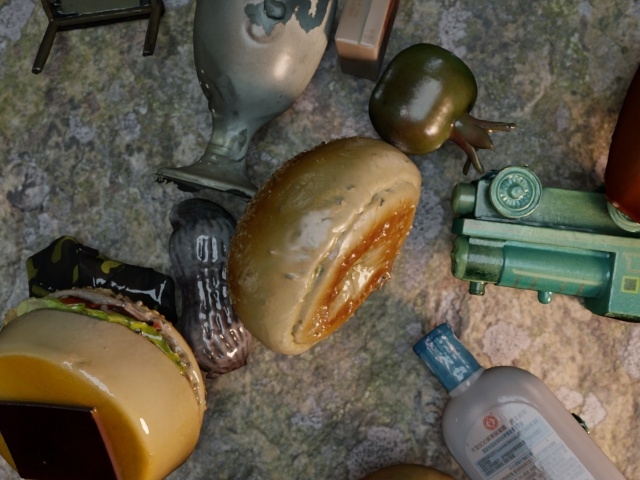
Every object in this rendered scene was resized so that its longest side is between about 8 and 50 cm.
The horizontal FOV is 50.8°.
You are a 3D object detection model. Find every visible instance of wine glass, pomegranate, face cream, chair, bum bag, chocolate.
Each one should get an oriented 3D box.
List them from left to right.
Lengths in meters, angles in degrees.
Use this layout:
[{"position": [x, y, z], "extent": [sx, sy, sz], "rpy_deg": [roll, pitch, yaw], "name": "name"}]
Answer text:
[{"position": [-0.319, -0.372, 0.933], "extent": [0.188, 0.166, 0.272], "rpy_deg": [-8, 45, 1], "name": "chair"}, {"position": [-0.308, 0.067, 0.952], "extent": [0.233, 0.060, 0.106], "rpy_deg": [22, 89, 2], "name": "bum bag"}, {"position": [-0.150, 0.063, 0.929], "extent": [0.110, 0.110, 0.247], "rpy_deg": [-7, 90, 1], "name": "chocolate"}, {"position": [-0.097, -0.223, 0.904], "extent": [0.191, 0.190, 0.356], "rpy_deg": [17, 92, 2], "name": "wine glass"}, {"position": [0.165, -0.175, 0.916], "extent": [0.191, 0.131, 0.152], "rpy_deg": [32, 94, 14], "name": "pomegranate"}, {"position": [0.250, 0.258, 0.896], "extent": [0.163, 0.080, 0.336], "rpy_deg": [-43, 73, 14], "name": "face cream"}]

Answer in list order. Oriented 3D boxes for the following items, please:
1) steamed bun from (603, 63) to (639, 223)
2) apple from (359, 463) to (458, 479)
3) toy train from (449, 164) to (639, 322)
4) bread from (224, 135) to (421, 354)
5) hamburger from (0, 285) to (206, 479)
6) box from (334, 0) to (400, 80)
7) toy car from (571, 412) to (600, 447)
[{"position": [0.504, -0.163, 0.800], "extent": [0.235, 0.248, 0.379], "rpy_deg": [36, 50, 1], "name": "steamed bun"}, {"position": [0.107, 0.426, 0.843], "extent": [0.257, 0.257, 0.233], "rpy_deg": [27, 119, 2], "name": "apple"}, {"position": [0.322, 0.003, 0.920], "extent": [0.299, 0.120, 0.194], "rpy_deg": [7, 92, 1], "name": "toy train"}, {"position": [0.000, 0.000, 0.842], "extent": [0.159, 0.305, 0.305], "rpy_deg": [31, 88, 21], "name": "bread"}, {"position": [-0.288, 0.196, 0.867], "extent": [0.301, 0.176, 0.300], "rpy_deg": [7, 117, 14], "name": "hamburger"}, {"position": [0.077, -0.339, 0.926], "extent": [0.058, 0.141, 0.201], "rpy_deg": [16, 86, 7], "name": "box"}, {"position": [0.367, 0.315, 0.933], "extent": [0.073, 0.054, 0.143], "rpy_deg": [-33, 87, -1], "name": "toy car"}]
